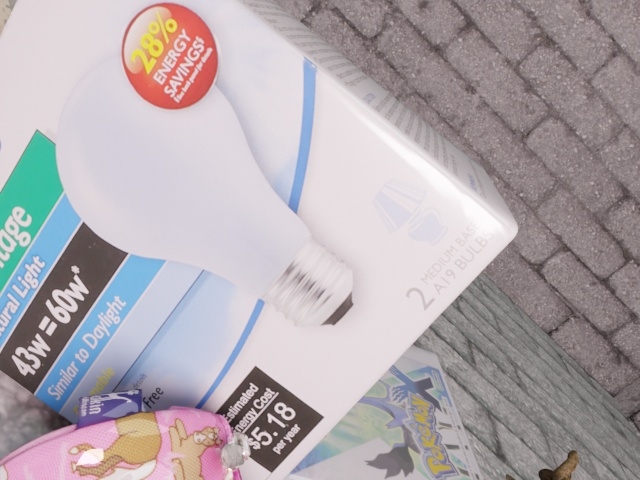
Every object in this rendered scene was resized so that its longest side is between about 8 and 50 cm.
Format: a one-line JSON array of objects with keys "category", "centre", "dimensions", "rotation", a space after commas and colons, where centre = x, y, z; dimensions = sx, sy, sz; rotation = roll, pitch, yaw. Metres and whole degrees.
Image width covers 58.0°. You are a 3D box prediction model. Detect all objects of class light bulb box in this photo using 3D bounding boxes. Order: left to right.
[{"category": "light bulb box", "centre": [-0.097, -0.020, 0.512], "dimensions": [0.361, 0.358, 0.225], "rotation": [37, 18, -3]}]

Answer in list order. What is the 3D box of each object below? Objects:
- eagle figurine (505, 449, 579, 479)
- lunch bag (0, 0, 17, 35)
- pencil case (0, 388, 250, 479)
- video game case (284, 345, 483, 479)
[{"category": "eagle figurine", "centre": [0.379, 0.496, 0.840], "dimensions": [0.226, 0.225, 0.298], "rotation": [-10, 84, -21]}, {"category": "lunch bag", "centre": [-0.397, -0.199, 0.457], "dimensions": [0.235, 0.169, 0.287], "rotation": [9, 4, 23]}, {"category": "pencil case", "centre": [-0.061, 0.275, 0.298], "dimensions": [0.160, 0.167, 0.386], "rotation": [15, 37, -54]}, {"category": "video game case", "centre": [0.060, 0.219, 0.764], "dimensions": [0.300, 0.036, 0.329], "rotation": [21, 25, -15]}]
